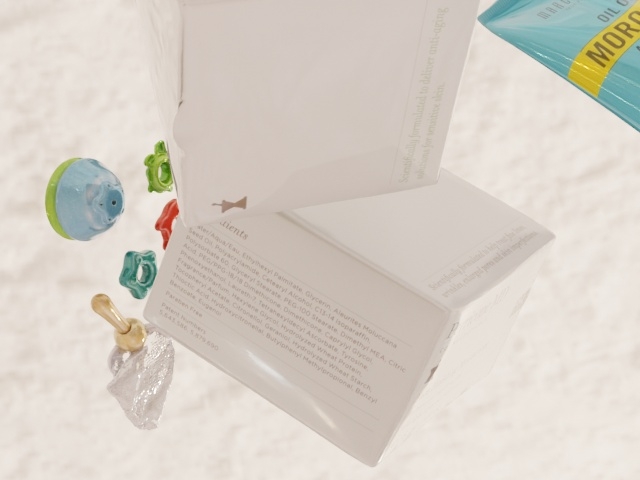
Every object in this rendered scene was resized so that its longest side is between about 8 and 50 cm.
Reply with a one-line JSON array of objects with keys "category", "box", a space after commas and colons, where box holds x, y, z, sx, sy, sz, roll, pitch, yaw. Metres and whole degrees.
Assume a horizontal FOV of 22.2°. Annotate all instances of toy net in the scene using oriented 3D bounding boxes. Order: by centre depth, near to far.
[{"category": "toy net", "box": [-0.156, 0.039, 1.346, 0.045, 0.232, 0.122, 5, -161, 36]}]

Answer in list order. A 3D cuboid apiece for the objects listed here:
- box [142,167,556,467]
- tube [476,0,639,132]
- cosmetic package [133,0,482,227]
[{"category": "box", "box": [0.021, 0.022, 1.024, 0.181, 0.182, 0.119, -28, 145, -58]}, {"category": "tube", "box": [0.166, -0.059, 0.684, 0.080, 0.207, 0.052, -39, 154, -16]}, {"category": "cosmetic package", "box": [-0.041, -0.216, 0.891, 0.155, 0.366, 0.197, -10, 152, -11]}]
